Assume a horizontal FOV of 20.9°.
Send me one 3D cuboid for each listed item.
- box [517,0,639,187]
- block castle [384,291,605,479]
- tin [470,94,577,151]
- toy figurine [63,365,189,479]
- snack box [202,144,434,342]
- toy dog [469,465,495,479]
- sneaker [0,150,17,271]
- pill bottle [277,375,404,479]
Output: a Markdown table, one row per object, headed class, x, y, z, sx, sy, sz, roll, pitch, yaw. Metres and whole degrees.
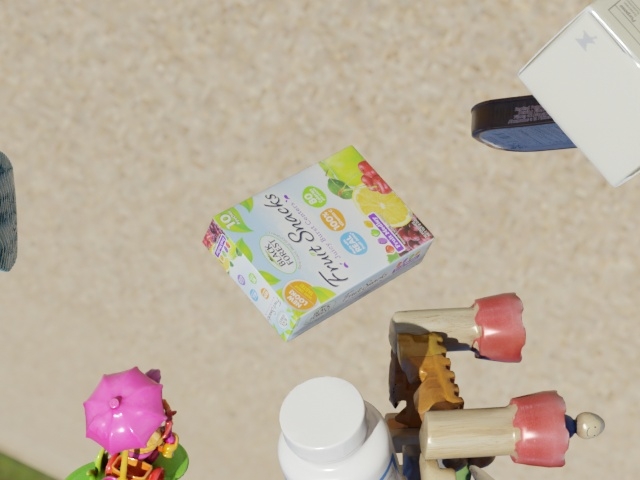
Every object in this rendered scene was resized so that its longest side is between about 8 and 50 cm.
| class | x | y | z | sx | sy | sz | roll | pitch | yaw |
| --- | --- | --- | --- | --- | --- | --- | --- | --- | --- |
| box | 0.337 | -0.197 | 1.587 | 0.148 | 0.311 | 0.121 | 51 | 143 | 2 |
| block castle | 0.197 | 0.319 | 2.064 | 0.212 | 0.453 | 0.303 | -2 | -152 | -7 |
| tin | 0.251 | -0.127 | 1.869 | 0.189 | 0.040 | 0.106 | -4 | 169 | 34 |
| toy figurine | -0.175 | 0.186 | 1.661 | 0.130 | 0.173 | 0.159 | 19 | 126 | 14 |
| snack box | 0.000 | 0.000 | 1.261 | 0.100 | 0.141 | 0.037 | 48 | 144 | 18 |
| toy dog | 0.102 | 0.259 | 1.160 | 0.161 | 0.220 | 0.333 | 6 | 163 | 32 |
| sneaker | -0.267 | -0.012 | 1.146 | 0.092 | 0.087 | 0.228 | -2 | -175 | 14 |
| pill bottle | 0.022 | 0.243 | 1.873 | 0.124 | 0.124 | 0.221 | 19 | 148 | 27 |
